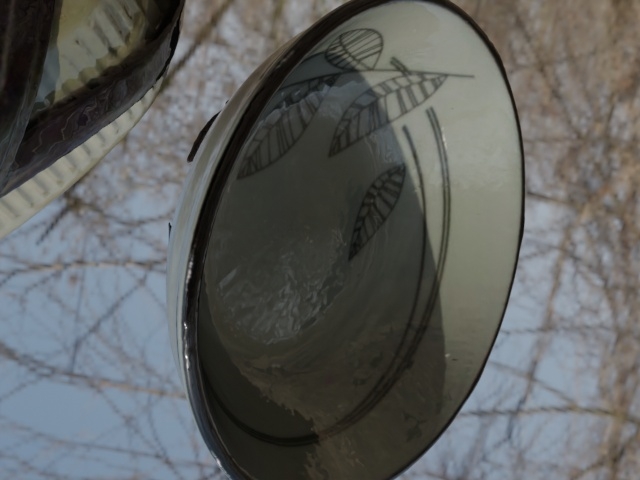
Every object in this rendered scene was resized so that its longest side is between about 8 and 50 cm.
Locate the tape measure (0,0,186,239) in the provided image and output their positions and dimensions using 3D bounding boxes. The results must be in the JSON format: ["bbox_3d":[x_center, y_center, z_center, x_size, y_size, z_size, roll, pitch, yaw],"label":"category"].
[{"bbox_3d":[-0.160,-0.122,0.573,0.231,0.271,0.133,46,172,22],"label":"tape measure"}]

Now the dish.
[{"bbox_3d":[0.000,0.000,0.812,0.106,0.316,0.316,14,-163,39],"label":"dish"}]
